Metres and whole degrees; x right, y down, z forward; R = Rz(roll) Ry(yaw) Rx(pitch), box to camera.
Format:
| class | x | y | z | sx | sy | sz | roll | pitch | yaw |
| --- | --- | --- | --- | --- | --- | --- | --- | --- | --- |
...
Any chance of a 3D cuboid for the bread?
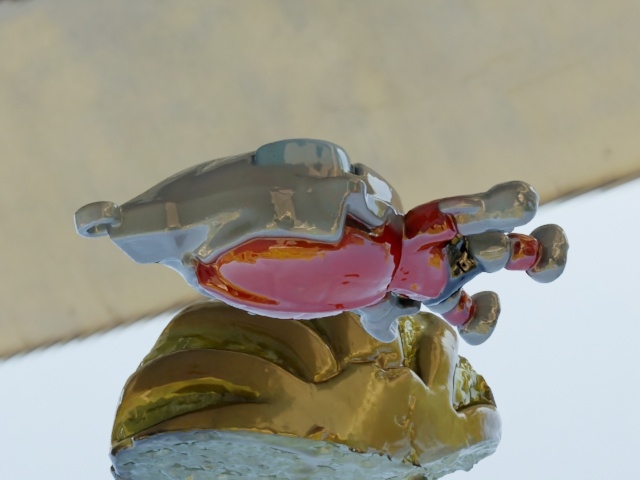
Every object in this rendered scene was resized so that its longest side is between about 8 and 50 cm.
| class | x | y | z | sx | sy | sz | roll | pitch | yaw |
| --- | --- | --- | --- | --- | --- | --- | --- | --- | --- |
| bread | 0.002 | 0.054 | 0.693 | 0.083 | 0.157 | 0.094 | -37 | -139 | 43 |

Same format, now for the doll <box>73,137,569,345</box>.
| class | x | y | z | sx | sy | sz | roll | pitch | yaw |
| --- | --- | --- | --- | --- | --- | --- | --- | --- | --- |
| doll | 0.000 | -0.001 | 0.412 | 0.057 | 0.114 | 0.039 | -3 | -103 | 61 |
